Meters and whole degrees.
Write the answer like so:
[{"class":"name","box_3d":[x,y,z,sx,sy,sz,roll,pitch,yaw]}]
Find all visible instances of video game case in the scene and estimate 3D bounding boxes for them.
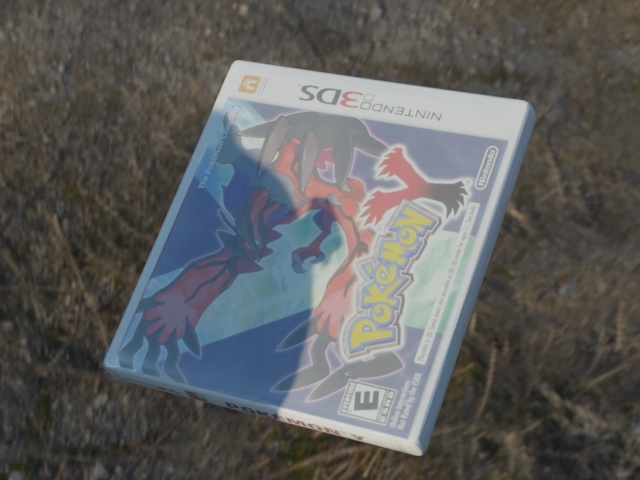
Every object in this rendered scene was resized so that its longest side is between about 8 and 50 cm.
[{"class":"video game case","box_3d":[0.000,0.000,0.769,0.183,0.023,0.201,11,67,24]}]
